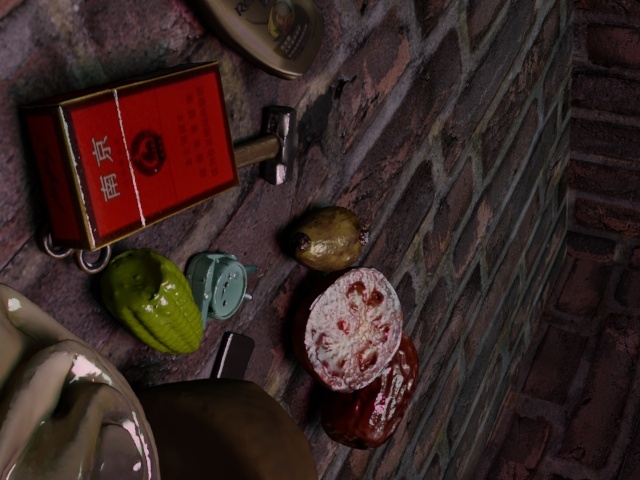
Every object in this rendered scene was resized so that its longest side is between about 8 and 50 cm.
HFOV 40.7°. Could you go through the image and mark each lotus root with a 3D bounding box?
[{"bbox_3d":[0.000,0.000,1.412,0.191,0.095,0.108,-11,84,-52],"label":"lotus root"}]

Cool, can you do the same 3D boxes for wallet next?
[{"bbox_3d":[-0.143,0.217,1.309,0.082,0.018,0.156,29,77,-63],"label":"wallet"}]

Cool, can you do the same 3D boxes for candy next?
[{"bbox_3d":[-0.195,0.088,1.064,0.096,0.097,0.209,-64,157,-22],"label":"candy"}]

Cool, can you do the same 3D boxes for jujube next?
[{"bbox_3d":[0.098,0.270,1.634,0.183,0.184,0.243,62,38,-54],"label":"jujube"}]

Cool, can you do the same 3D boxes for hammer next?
[{"bbox_3d":[-0.143,-0.095,1.135,0.365,0.044,0.111,-28,129,-54],"label":"hammer"}]

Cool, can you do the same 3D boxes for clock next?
[{"bbox_3d":[-0.139,0.065,1.212,0.135,0.041,0.101,-14,116,-61],"label":"clock"}]

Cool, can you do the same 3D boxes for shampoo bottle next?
[{"bbox_3d":[-0.104,-0.310,1.045,0.350,0.084,0.125,32,77,-62],"label":"shampoo bottle"}]

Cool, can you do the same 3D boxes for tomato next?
[{"bbox_3d":[0.042,0.148,1.506,0.225,0.085,0.224,-6,100,-34],"label":"tomato"}]

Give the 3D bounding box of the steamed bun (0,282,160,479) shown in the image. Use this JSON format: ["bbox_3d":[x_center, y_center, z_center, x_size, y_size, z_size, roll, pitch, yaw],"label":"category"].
[{"bbox_3d":[-0.275,0.222,0.799,0.394,0.238,0.346,-5,107,-62],"label":"steamed bun"}]

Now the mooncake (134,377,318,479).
[{"bbox_3d":[-0.147,0.306,1.048,0.155,0.285,0.284,7,97,-66],"label":"mooncake"}]

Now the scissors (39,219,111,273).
[{"bbox_3d":[-0.241,-0.075,0.956,0.088,0.017,0.220,31,71,-43],"label":"scissors"}]

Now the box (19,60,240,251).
[{"bbox_3d":[-0.196,-0.099,0.938,0.240,0.074,0.153,-30,122,-50],"label":"box"}]
